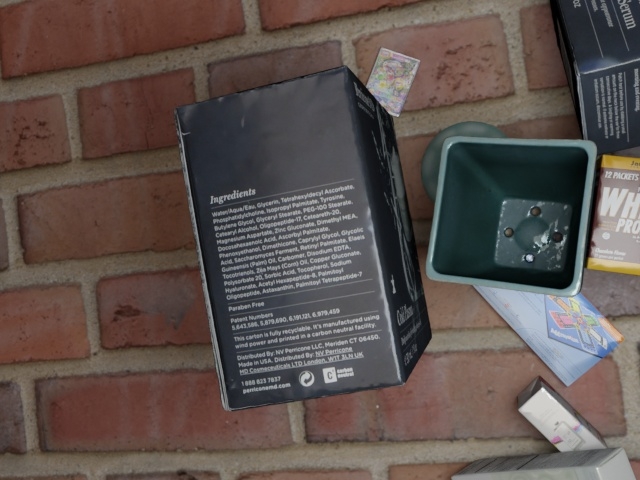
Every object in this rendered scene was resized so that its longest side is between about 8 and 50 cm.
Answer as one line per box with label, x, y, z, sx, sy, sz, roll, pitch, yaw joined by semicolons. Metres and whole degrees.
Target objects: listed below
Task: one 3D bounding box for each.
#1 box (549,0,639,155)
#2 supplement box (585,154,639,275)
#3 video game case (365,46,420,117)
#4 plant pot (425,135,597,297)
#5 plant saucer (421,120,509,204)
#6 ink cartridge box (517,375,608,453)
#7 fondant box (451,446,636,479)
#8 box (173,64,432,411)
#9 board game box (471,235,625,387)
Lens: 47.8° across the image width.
box;0.601;-0.348;1.176;0.395;0.212;0.293;-12;53;17
supplement box;0.541;-0.041;1.276;0.129;0.191;0.194;8;92;14
video game case;0.142;-0.323;1.473;0.087;0.011;0.122;23;97;13
plant pot;0.351;-0.027;1.266;0.247;0.252;0.248;6;84;26
plant saucer;0.293;-0.141;1.423;0.195;0.037;0.195;0;90;15
ink cartridge box;0.462;0.353;1.344;0.198;0.115;0.067;45;101;9
fondant box;0.416;0.507;1.280;0.330;0.096;0.238;-28;80;50
box;0.000;0.000;1.276;0.297;0.480;0.472;-12;88;13
board game box;0.430;0.129;1.394;0.145;0.027;0.281;-44;80;12
